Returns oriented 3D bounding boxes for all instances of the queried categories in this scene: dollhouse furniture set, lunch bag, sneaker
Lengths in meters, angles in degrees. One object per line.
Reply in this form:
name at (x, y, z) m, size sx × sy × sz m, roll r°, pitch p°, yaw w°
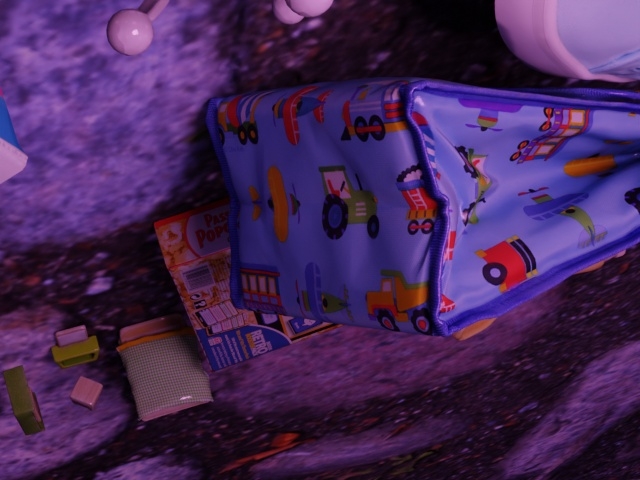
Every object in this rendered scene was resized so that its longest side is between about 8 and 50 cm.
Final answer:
dollhouse furniture set at (-0.161, 0.100, 1.161) m, size 0.151 × 0.076 × 0.058 m, roll -15°, pitch 156°, yaw -9°
lunch bag at (0.115, -0.041, 0.920) m, size 0.293 × 0.138 × 0.221 m, roll -11°, pitch -172°, yaw -32°
sneaker at (0.251, -0.141, 0.842) m, size 0.366 × 0.150 × 0.135 m, roll -8°, pitch 110°, yaw -44°

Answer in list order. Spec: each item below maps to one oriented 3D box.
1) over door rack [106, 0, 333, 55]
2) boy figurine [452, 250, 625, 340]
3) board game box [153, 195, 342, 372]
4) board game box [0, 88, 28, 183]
over door rack at (-0.034, -0.149, 0.593) m, size 0.239 × 0.108 × 0.324 m, roll -7°, pitch 169°, yaw 40°
boy figurine at (0.207, -0.011, 1.200) m, size 0.285 × 0.092 × 0.177 m, roll -23°, pitch 159°, yaw -3°
board game box at (-0.008, 0.013, 1.101) m, size 0.193 × 0.045 × 0.147 m, roll -19°, pitch 145°, yaw -3°
board game box at (-0.196, -0.152, 0.317) m, size 0.097 × 0.303 × 0.224 m, roll -27°, pitch 156°, yaw 15°
